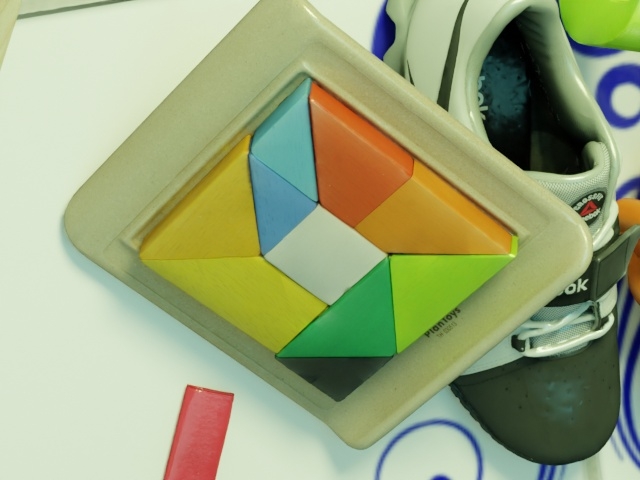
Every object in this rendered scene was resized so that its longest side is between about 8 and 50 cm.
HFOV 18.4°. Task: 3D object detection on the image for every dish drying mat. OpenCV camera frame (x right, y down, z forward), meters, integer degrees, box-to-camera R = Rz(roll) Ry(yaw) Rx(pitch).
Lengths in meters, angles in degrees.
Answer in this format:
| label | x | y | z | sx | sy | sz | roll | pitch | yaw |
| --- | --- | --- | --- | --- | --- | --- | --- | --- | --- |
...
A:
| label | x | y | z | sx | sy | sz | roll | pitch | yaw |
| --- | --- | --- | --- | --- | --- | --- | --- | --- | --- |
| dish drying mat | -0.077 | 0.131 | 1.212 | 0.032 | 0.008 | 0.083 | 12 | 94 | -19 |

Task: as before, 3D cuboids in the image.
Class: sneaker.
| label | x | y | z | sx | sy | sz | roll | pitch | yaw |
| --- | --- | --- | --- | --- | --- | --- | --- | --- | --- |
| sneaker | 0.125 | -0.005 | 1.191 | 0.122 | 0.146 | 0.330 | -21 | 105 | -16 |

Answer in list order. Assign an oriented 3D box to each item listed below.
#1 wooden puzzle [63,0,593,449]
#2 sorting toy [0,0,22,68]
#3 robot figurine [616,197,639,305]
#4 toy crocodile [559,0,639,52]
| label | x | y | z | sx | sy | sz | roll | pitch | yaw |
| --- | --- | --- | --- | --- | --- | --- | --- | --- | --- |
| wooden puzzle | 0.000 | 0.000 | 1.134 | 0.239 | 0.044 | 0.221 | 39 | 122 | -14 |
| sorting toy | -0.273 | -0.218 | 1.055 | 0.256 | 0.089 | 0.257 | 17 | 92 | -20 |
| robot figurine | 0.286 | 0.028 | 1.255 | 0.219 | 0.128 | 0.158 | 40 | 46 | -19 |
| toy crocodile | 0.206 | -0.273 | 1.188 | 0.115 | 0.105 | 0.340 | 19 | 81 | -19 |
